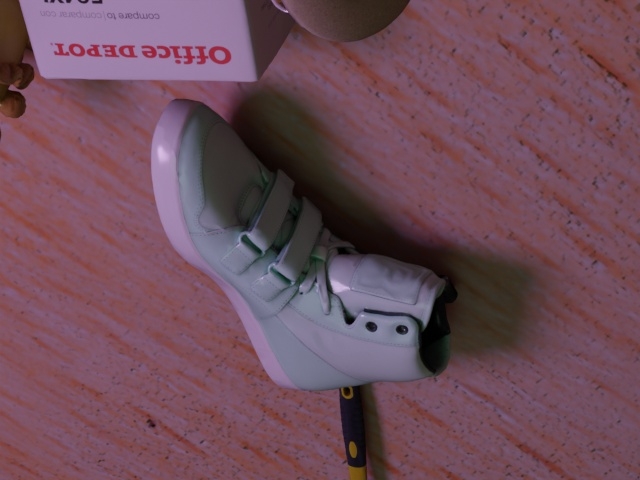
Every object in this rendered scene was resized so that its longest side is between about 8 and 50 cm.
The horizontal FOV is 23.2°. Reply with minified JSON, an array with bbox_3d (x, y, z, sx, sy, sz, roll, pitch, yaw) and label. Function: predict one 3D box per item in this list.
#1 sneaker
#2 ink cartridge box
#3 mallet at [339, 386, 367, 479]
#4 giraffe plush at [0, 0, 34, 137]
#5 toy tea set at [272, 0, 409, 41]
[{"bbox_3d":[0.000,0.000,1.016,0.151,0.094,0.256,-4,136,30],"label":"sneaker"},{"bbox_3d":[-0.105,-0.197,0.902,0.148,0.086,0.203,3,127,18],"label":"ink cartridge box"},{"bbox_3d":[0.038,0.176,1.190,0.062,0.039,0.190,11,126,12],"label":"mallet"},{"bbox_3d":[-0.257,-0.145,0.967,0.170,0.210,0.181,15,129,-37],"label":"giraffe plush"},{"bbox_3d":[-0.028,-0.217,0.773,0.336,0.200,0.124,27,-178,-37],"label":"toy tea set"}]
